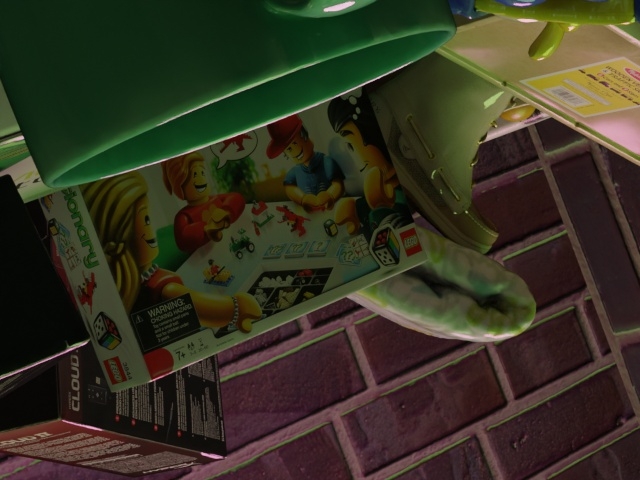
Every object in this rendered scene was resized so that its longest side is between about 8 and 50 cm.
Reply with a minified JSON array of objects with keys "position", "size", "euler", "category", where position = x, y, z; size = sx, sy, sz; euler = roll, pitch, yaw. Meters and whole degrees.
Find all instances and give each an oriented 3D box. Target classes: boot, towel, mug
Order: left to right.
[{"position":[-0.027,-0.087,0.433],"size":[0.157,0.097,0.129],"euler":[-21,180,34],"category":"mug"},{"position":[0.000,0.000,1.397],"size":[0.374,0.090,0.320],"euler":[24,180,-1],"category":"towel"},{"position":[0.135,-0.095,1.354],"size":[0.165,0.213,0.077],"euler":[-45,-144,6],"category":"boot"}]

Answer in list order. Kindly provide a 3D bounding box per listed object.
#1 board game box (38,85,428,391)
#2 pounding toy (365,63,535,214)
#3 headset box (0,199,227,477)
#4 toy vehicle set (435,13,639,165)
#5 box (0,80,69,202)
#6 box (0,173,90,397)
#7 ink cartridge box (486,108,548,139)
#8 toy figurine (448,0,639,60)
[{"position":[-0.061,-0.030,1.105],"size":[0.053,0.193,0.305],"euler":[-19,-178,45],"category":"board game box"},{"position":[0.088,-0.107,1.420],"size":[0.269,0.154,0.155],"euler":[-21,-177,11],"category":"pounding toy"},{"position":[-0.205,0.075,1.296],"size":[0.110,0.218,0.293],"euler":[-15,160,23],"category":"headset box"},{"position":[0.224,-0.130,1.159],"size":[0.267,0.035,0.166],"euler":[24,162,-32],"category":"toy vehicle set"},{"position":[-0.187,-0.051,0.802],"size":[0.232,0.058,0.322],"euler":[-21,179,-18],"category":"box"},{"position":[-0.262,0.071,0.811],"size":[0.184,0.103,0.261],"euler":[-26,178,-32],"category":"box"},{"position":[0.255,-0.195,1.576],"size":[0.273,0.114,0.197],"euler":[-21,-179,33],"category":"ink cartridge box"},{"position":[0.143,-0.161,0.659],"size":[0.217,0.191,0.362],"euler":[14,-155,26],"category":"toy figurine"}]
